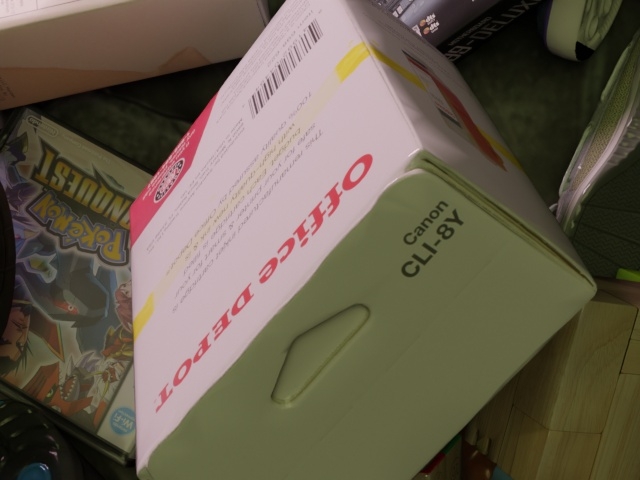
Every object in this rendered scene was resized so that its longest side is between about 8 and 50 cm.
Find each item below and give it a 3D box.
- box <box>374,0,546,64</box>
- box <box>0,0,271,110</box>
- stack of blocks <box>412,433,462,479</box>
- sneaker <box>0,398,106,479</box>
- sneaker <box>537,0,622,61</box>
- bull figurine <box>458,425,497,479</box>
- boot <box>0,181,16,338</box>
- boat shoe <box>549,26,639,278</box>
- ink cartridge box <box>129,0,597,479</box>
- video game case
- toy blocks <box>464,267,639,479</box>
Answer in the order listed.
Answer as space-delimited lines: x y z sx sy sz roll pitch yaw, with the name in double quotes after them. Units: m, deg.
0.107 -0.296 1.081 0.307 0.076 0.243 -31 75 36 "box"
-0.209 -0.231 1.147 0.311 0.121 0.148 -10 63 5 "box"
0.020 0.296 0.987 0.171 0.087 0.297 4 103 23 "stack of blocks"
-0.204 0.275 1.062 0.125 0.140 0.341 -44 59 -7 "sneaker"
0.175 -0.339 1.154 0.236 0.130 0.323 12 94 27 "sneaker"
0.065 0.149 1.069 0.310 0.101 0.188 43 90 14 "bull figurine"
-0.416 -0.080 1.109 0.138 0.284 0.377 -29 117 -30 "boot"
0.277 -0.064 1.094 0.118 0.103 0.321 19 87 -9 "boat shoe"
0.000 0.000 0.902 0.160 0.385 0.279 33 109 -23 "ink cartridge box"
-0.229 0.036 1.156 0.274 0.035 0.248 29 84 11 "video game case"
0.256 0.171 0.966 0.381 0.190 0.261 9 101 -27 "toy blocks"
